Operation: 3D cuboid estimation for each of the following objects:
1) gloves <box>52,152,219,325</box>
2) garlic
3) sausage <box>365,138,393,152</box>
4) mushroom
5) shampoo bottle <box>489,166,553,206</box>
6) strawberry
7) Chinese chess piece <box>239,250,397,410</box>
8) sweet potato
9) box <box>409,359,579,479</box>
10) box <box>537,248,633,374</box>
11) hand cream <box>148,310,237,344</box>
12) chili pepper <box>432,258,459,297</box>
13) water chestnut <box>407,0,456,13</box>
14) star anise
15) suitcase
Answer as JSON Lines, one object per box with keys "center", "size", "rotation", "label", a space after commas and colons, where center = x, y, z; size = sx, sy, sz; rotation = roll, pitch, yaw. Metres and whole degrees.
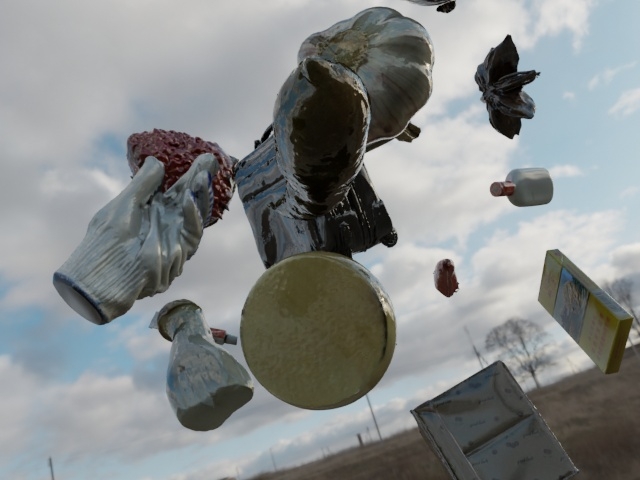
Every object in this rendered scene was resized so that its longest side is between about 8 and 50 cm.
{"center": [-0.190, -0.012, 0.644], "size": [0.229, 0.119, 0.097], "rotation": [-51, 0, -17], "label": "gloves"}
{"center": [0.098, -0.248, 0.998], "size": [0.245, 0.244, 0.253], "rotation": [-27, -37, 22], "label": "garlic"}
{"center": [0.134, -0.239, 1.448], "size": [0.024, 0.024, 0.132], "rotation": [1, -16, -43], "label": "sausage"}
{"center": [-0.246, 0.236, 1.182], "size": [0.159, 0.328, 0.122], "rotation": [-23, -53, -12], "label": "mushroom"}
{"center": [0.546, -0.143, 1.580], "size": [0.221, 0.107, 0.051], "rotation": [-7, 0, -34], "label": "shampoo bottle"}
{"center": [-0.420, -0.186, 1.744], "size": [0.344, 0.292, 0.292], "rotation": [25, -33, -9], "label": "strawberry"}
{"center": [-0.004, 0.141, 0.929], "size": [0.251, 0.250, 0.097], "rotation": [-23, -11, 11], "label": "Chinese chess piece"}
{"center": [-0.008, -0.114, 0.829], "size": [0.131, 0.130, 0.422], "rotation": [-14, -18, -12], "label": "sweet potato"}
{"center": [0.315, 0.391, 1.099], "size": [0.191, 0.225, 0.297], "rotation": [-31, -28, -1], "label": "box"}
{"center": [0.328, 0.085, 0.738], "size": [0.023, 0.155, 0.086], "rotation": [-12, -59, -7], "label": "box"}
{"center": [-0.310, 0.221, 1.444], "size": [0.216, 0.038, 0.052], "rotation": [16, 3, -5], "label": "hand cream"}
{"center": [0.327, 0.084, 1.522], "size": [0.065, 0.088, 0.169], "rotation": [-23, -25, 2], "label": "chili pepper"}
{"center": [0.222, -0.600, 1.183], "size": [0.351, 0.350, 0.302], "rotation": [-23, -39, 11], "label": "water chestnut"}
{"center": [0.420, -0.355, 1.334], "size": [0.093, 0.236, 0.229], "rotation": [-11, -52, -7], "label": "star anise"}
{"center": [-0.033, -0.091, 1.258], "size": [0.188, 0.339, 0.345], "rotation": [-21, 0, -30], "label": "suitcase"}
